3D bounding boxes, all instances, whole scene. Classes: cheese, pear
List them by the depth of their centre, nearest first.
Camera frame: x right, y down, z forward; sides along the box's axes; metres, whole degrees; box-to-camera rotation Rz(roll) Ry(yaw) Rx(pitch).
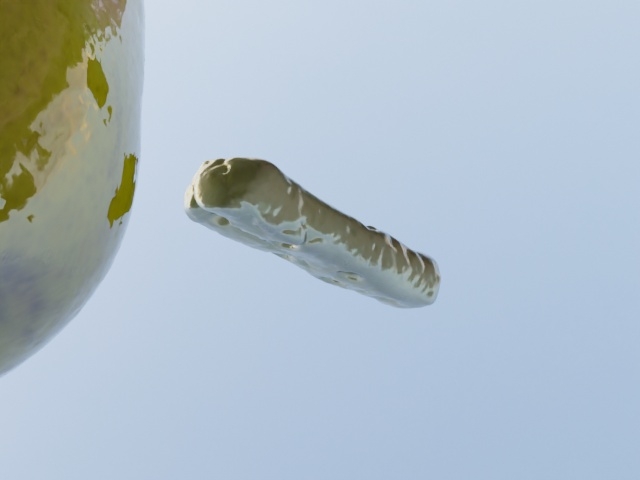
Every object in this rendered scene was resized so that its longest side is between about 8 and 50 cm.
[{"bbox_3d":[-0.225,-0.071,0.479,0.284,0.285,0.336,-5,-127,-7],"label":"pear"},{"bbox_3d":[0.000,0.000,0.626,0.064,0.194,0.043,-8,-114,43],"label":"cheese"}]
